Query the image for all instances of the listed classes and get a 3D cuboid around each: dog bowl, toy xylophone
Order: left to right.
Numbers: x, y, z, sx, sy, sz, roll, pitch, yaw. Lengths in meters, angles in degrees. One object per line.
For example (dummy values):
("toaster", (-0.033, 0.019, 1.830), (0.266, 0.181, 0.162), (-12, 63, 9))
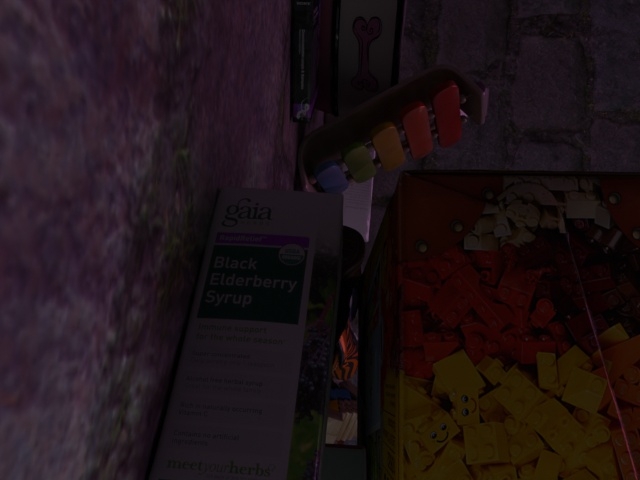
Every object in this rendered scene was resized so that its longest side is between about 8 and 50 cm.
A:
("dog bowl", (0.069, -0.398, 1.074), (0.408, 0.150, 0.408), (5, 90, -86))
("toy xylophone", (0.112, -0.158, 0.982), (0.081, 0.322, 0.236), (64, 14, 19))

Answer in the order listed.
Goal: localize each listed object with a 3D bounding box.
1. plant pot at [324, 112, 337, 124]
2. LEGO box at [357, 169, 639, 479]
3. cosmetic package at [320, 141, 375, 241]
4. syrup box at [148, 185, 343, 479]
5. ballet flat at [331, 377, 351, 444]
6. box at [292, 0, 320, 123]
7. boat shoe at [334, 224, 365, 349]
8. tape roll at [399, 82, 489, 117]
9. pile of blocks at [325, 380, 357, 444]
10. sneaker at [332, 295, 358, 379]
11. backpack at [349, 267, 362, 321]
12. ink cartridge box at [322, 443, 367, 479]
("plant pot", (0.057, -0.250, 1.446), (0.109, 0.108, 0.096), (-70, 177, -75))
("LEGO box", (0.141, 0.185, 0.590), (0.500, 0.193, 0.373), (87, 4, -78))
("cosmetic package", (0.052, -0.112, 1.318), (0.117, 0.085, 0.231), (-179, -87, -65))
("syrup box", (-0.039, 0.082, 0.415), (0.096, 0.093, 0.237), (88, 8, -56))
("ballet flat", (0.021, 0.430, 1.651), (0.106, 0.107, 0.316), (69, 21, -48))
("box", (-0.019, -0.253, 0.824), (0.116, 0.029, 0.162), (-80, 175, -61))
("boat shoe", (-0.011, 0.076, 0.832), (0.307, 0.110, 0.105), (-60, 160, -60))
("tape roll", (0.215, -0.350, 1.501), (0.392, 0.391, 0.072), (-70, 164, -75))
("pile of blocks", (0.067, 0.451, 1.567), (0.362, 0.149, 0.113), (9, 110, -46))
("sneaker", (0.020, 0.263, 1.441), (0.180, 0.124, 0.321), (-75, 159, -48))
("backpack", (0.054, 0.125, 1.642), (0.158, 0.116, 0.173), (-79, 171, -63))
("ink cartridge box", (-0.023, 0.279, 0.574), (0.176, 0.128, 0.127), (88, 5, -54))
